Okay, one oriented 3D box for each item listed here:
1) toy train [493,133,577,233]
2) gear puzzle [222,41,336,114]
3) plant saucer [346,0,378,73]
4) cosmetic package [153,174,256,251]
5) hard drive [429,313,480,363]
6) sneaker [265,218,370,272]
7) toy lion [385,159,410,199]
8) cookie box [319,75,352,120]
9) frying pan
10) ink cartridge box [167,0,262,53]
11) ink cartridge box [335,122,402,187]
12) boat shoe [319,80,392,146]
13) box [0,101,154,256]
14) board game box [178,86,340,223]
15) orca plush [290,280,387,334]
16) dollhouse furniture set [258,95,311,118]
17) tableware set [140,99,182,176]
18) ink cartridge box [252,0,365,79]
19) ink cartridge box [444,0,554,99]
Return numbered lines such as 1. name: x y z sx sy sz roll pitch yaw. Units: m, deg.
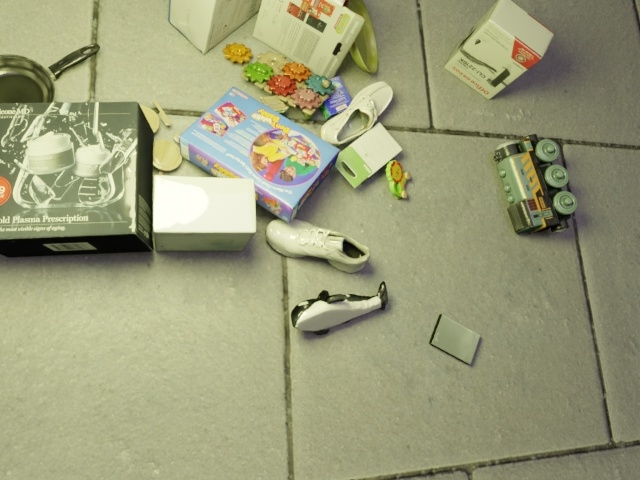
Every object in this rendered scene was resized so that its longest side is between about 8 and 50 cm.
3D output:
1. toy train: 0.673 -0.175 1.607 0.190 0.142 0.333 -13 80 -10
2. gear puzzle: -0.125 -0.491 1.449 0.339 0.044 0.175 31 54 8
3. plant saucer: 0.117 -0.619 1.525 0.037 0.241 0.240 -9 76 25
4. cosmetic package: -0.286 -0.057 1.229 0.224 0.225 0.138 0 76 -17
5. hard drive: 0.386 0.284 1.458 0.135 0.022 0.094 29 70 -8
6. sneaker: 0.000 0.000 1.354 0.297 0.129 0.110 15 75 -12
7. toy lion: 0.225 -0.183 1.496 0.096 0.034 0.100 27 68 -43
8. cookie box: 0.036 -0.426 1.518 0.092 0.040 0.107 -24 85 -22
9. frying pan: -0.735 -0.420 1.275 0.197 0.053 0.326 31 68 -8
10. ink cartridge box: -0.222 -0.736 1.393 0.151 0.270 0.395 46 68 -6
11. ink cartridge box: 0.128 -0.242 1.489 0.209 0.062 0.109 -40 91 -21
12. boat shoe: 0.125 -0.363 1.480 0.277 0.096 0.098 -44 122 -13
13. box: -0.572 -0.136 1.155 0.344 0.179 0.312 -3 76 -7
14. board game box: -0.158 -0.232 1.332 0.347 0.078 0.233 33 61 7
15. orca plush: 0.041 0.155 1.345 0.287 0.151 0.102 -20 52 -18
16. dollhouse furniture set: -0.098 -0.377 1.447 0.152 0.058 0.076 -14 52 -24
17. tableware set: -0.440 -0.265 1.333 0.128 0.039 0.194 -33 90 -29
18. ink cartridge box: -0.019 -0.630 1.409 0.272 0.309 0.130 30 70 -9
19. ink cartridge box: 0.552 -0.595 1.597 0.197 0.273 0.114 33 73 -7
